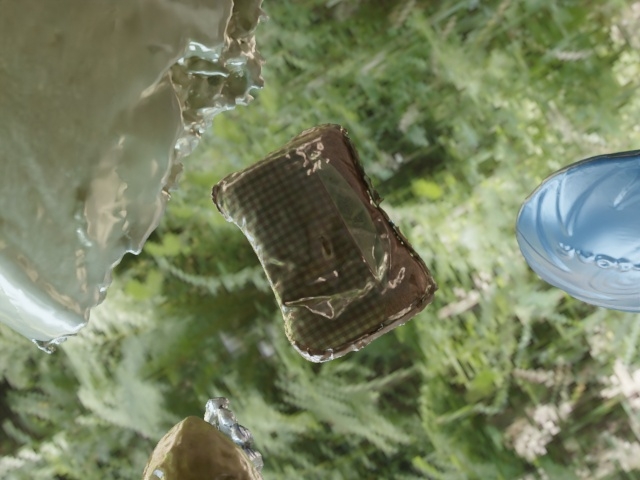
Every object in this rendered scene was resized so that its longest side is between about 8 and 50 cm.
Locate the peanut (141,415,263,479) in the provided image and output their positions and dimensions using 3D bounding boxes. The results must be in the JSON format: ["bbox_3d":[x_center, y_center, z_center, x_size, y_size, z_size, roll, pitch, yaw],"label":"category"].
[{"bbox_3d":[-0.134,0.407,1.511,0.192,0.169,0.387,-20,-79,-62],"label":"peanut"}]

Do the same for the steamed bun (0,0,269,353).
[{"bbox_3d":[-0.200,-0.072,0.741,0.273,0.272,0.290,8,179,-42],"label":"steamed bun"}]

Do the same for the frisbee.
[{"bbox_3d":[0.349,0.009,1.306,0.289,0.289,0.049,53,-140,-44],"label":"frisbee"}]

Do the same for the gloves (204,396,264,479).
[{"bbox_3d":[-0.133,0.321,1.678,0.097,0.119,0.229,-134,43,-66],"label":"gloves"}]

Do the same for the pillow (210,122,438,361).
[{"bbox_3d":[0.003,-0.001,1.053,0.211,0.135,0.034,59,175,27],"label":"pillow"}]
